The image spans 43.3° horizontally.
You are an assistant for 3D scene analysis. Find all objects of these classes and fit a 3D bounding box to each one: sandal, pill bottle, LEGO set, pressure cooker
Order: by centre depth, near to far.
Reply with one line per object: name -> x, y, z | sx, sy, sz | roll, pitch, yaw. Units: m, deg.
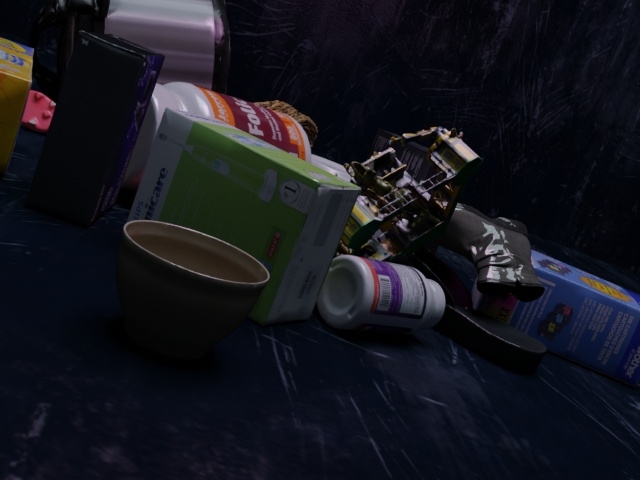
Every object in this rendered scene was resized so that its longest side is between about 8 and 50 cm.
pill bottle -> 0.096, 0.086, 1.200 | 0.193, 0.108, 0.108 | 12, 15, -43
LEGO set -> 0.079, -0.081, 1.312 | 0.192, 0.331, 0.255 | 47, -20, 23
sandal -> 0.198, 0.080, 1.420 | 0.445, 0.107, 0.167 | 27, 12, 24
pill bottle -> -0.218, -0.169, 1.511 | 0.224, 0.224, 0.392 | 30, 14, 36
pressure cooker -> -0.445, -0.419, 1.848 | 0.420, 0.370, 0.375 | 2, 18, -21

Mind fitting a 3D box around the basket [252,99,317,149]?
basket -> -0.165, -0.277, 2.099 | 0.223, 0.214, 0.299 | 32, 14, 14

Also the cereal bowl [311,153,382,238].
cereal bowl -> 0.005, -0.110, 1.872 | 0.338, 0.141, 0.339 | 22, 11, -5

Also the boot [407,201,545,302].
boot -> 0.277, 0.023, 1.428 | 0.246, 0.083, 0.161 | 10, 45, -11

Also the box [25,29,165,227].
box -> -0.332, -0.170, 1.206 | 0.103, 0.261, 0.184 | 21, 12, -4

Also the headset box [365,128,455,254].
headset box -> 0.221, -0.122, 2.049 | 0.131, 0.246, 0.283 | 14, 13, -32

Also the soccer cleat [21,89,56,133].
soccer cleat -> -0.544, -0.247, 1.691 | 0.248, 0.083, 0.095 | 14, -16, -15

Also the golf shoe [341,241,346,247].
golf shoe -> 0.000, 0.000, 1.573 | 0.186, 0.067, 0.086 | 23, 40, -6

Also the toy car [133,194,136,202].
toy car -> -0.164, -0.066, 1.360 | 0.225, 0.239, 0.053 | 43, 35, -50

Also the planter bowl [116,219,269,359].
planter bowl -> -0.149, 0.059, 0.864 | 0.162, 0.109, 0.162 | 21, 11, -4

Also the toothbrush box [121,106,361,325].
toothbrush box -> -0.117, -0.038, 1.129 | 0.283, 0.206, 0.122 | 27, 13, 27

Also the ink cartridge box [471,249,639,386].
ink cartridge box -> 0.513, 0.144, 1.620 | 0.395, 0.151, 0.270 | 24, 11, 6

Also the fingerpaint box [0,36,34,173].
fingerpaint box -> -0.678, -0.280, 1.326 | 0.371, 0.163, 0.445 | 16, 13, -24
